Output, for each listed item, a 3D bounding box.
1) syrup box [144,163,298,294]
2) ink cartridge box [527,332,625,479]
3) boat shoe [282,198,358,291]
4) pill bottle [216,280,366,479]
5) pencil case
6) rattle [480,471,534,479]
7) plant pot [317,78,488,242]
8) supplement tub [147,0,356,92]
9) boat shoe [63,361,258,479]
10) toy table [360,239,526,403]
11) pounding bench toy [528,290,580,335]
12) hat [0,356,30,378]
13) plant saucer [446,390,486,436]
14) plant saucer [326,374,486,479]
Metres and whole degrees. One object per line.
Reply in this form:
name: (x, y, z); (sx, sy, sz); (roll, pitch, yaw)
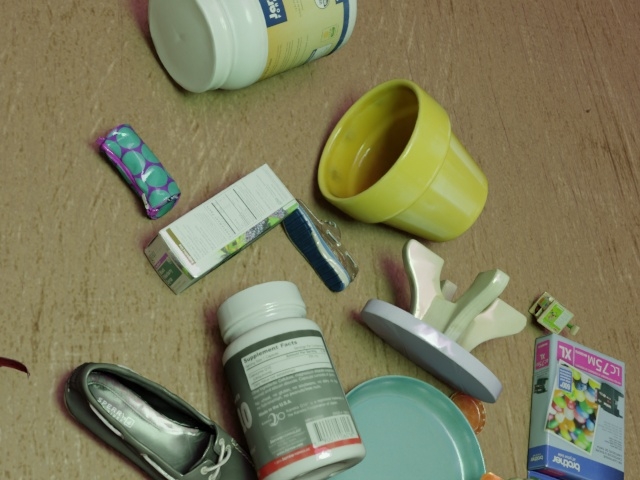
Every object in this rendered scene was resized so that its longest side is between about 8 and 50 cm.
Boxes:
syrup box: (-0.159, -0.020, 1.297); (0.237, 0.093, 0.096); (-38, 90, -34)
ink cartridge box: (0.482, 0.348, 1.500); (0.186, 0.065, 0.311); (23, 62, -17)
boat shoe: (0.000, 0.000, 1.396); (0.066, 0.066, 0.183); (-37, 99, -39)
pill bottle: (-0.053, 0.217, 1.200); (0.161, 0.161, 0.283); (-7, 62, -30)
pencil case: (-0.290, -0.111, 1.285); (0.152, 0.064, 0.070); (52, 39, 2)
rattle: (0.368, 0.443, 1.315); (0.130, 0.142, 0.200); (-55, 128, -28)
plant pot: (0.165, -0.122, 1.436); (0.239, 0.254, 0.254); (31, 57, -31)
supplement tub: (-0.117, -0.397, 1.402); (0.316, 0.228, 0.228); (-30, 85, -34)
boat shoe: (-0.213, 0.283, 1.136); (0.335, 0.095, 0.112); (35, 57, -10)
toy table: (0.218, 0.134, 1.362); (0.274, 0.252, 0.161); (38, 73, -20)
pounding bench toy: (0.461, 0.149, 1.565); (0.083, 0.065, 0.052); (35, 101, -11)
hat: (-0.485, 0.107, 1.014); (0.208, 0.183, 0.173); (6, 67, -26)
plant saucer: (0.257, 0.309, 1.424); (0.083, 0.013, 0.083); (11, 64, -24)
plant saucer: (0.131, 0.381, 1.308); (0.317, 0.044, 0.318); (10, 65, -23)
